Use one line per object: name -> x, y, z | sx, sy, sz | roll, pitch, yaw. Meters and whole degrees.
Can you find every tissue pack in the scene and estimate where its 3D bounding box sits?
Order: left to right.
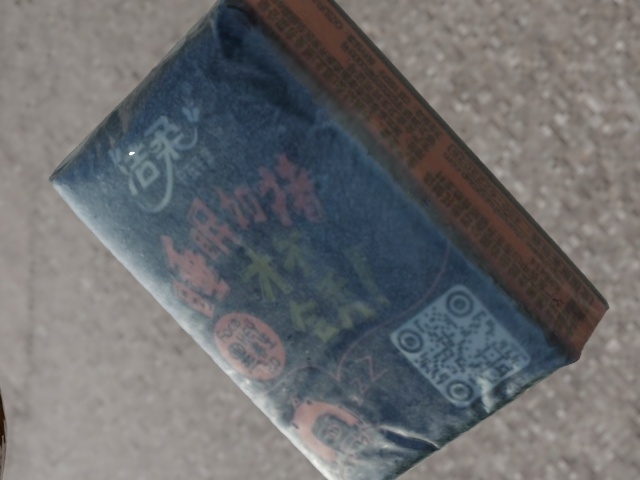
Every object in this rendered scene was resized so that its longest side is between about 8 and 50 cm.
tissue pack -> 0.000, 0.000, 1.206 | 0.316, 0.103, 0.228 | 47, 127, -5

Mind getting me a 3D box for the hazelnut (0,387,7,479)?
hazelnut -> -0.203, 0.073, 0.748 | 0.150, 0.150, 0.150 | 41, 157, 22
